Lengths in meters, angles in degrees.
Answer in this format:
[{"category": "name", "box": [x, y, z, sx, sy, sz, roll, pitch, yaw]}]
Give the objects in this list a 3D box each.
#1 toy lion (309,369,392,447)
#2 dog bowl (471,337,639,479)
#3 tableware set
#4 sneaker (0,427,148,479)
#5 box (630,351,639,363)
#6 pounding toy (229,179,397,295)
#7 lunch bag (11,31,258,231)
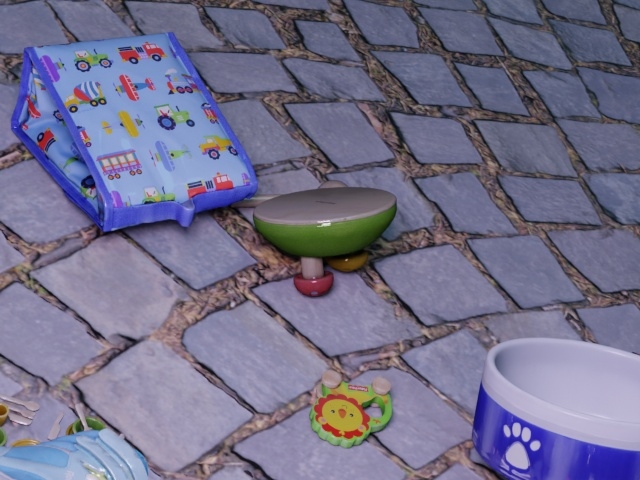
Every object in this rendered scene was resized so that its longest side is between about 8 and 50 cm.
[{"category": "toy lion", "box": [0.036, 0.199, 1.926, 0.100, 0.034, 0.096, 8, 44, -16]}, {"category": "dog bowl", "box": [0.309, 0.206, 1.903, 0.265, 0.104, 0.265, 9, 16, -3]}, {"category": "tableware set", "box": [-0.287, 0.209, 1.768, 0.154, 0.024, 0.104, 20, 36, 0]}, {"category": "sneaker", "box": [-0.220, 0.262, 1.581, 0.208, 0.127, 0.319, -8, 21, -36]}, {"category": "box", "box": [0.428, 0.201, 2.045, 0.137, 0.094, 0.027, 22, 36, 3]}, {"category": "pounding toy", "box": [0.000, 0.000, 2.131, 0.183, 0.110, 0.237, -10, 15, -19]}, {"category": "lunch bag", "box": [-0.230, -0.126, 2.135, 0.221, 0.138, 0.293, -11, 46, -33]}]
